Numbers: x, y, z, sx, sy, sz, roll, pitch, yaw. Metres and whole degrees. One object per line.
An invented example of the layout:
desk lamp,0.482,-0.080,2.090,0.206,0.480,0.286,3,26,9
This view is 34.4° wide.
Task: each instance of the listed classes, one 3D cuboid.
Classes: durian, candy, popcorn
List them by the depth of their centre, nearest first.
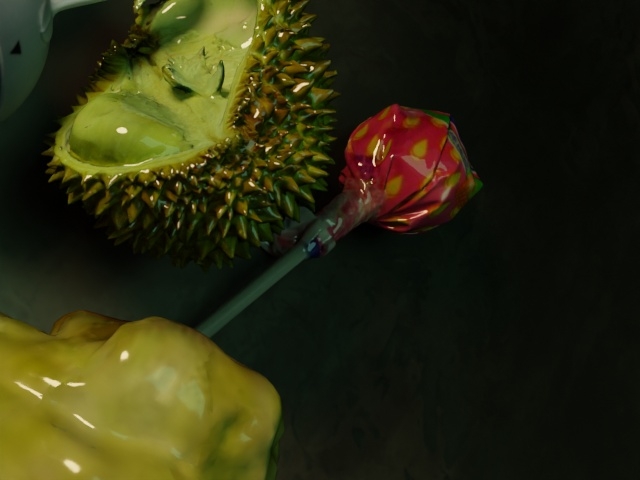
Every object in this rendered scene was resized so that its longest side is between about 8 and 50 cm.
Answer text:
popcorn,-0.154,0.194,0.574,0.312,0.312,0.312,12,71,-39
durian,-0.086,-0.088,0.748,0.176,0.200,0.237,73,23,-57
candy,0.000,0.000,0.878,0.365,0.124,0.124,-40,106,-33

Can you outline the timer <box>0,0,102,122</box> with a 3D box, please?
timer,-0.221,-0.173,0.662,0.175,0.175,0.255,48,67,-22
